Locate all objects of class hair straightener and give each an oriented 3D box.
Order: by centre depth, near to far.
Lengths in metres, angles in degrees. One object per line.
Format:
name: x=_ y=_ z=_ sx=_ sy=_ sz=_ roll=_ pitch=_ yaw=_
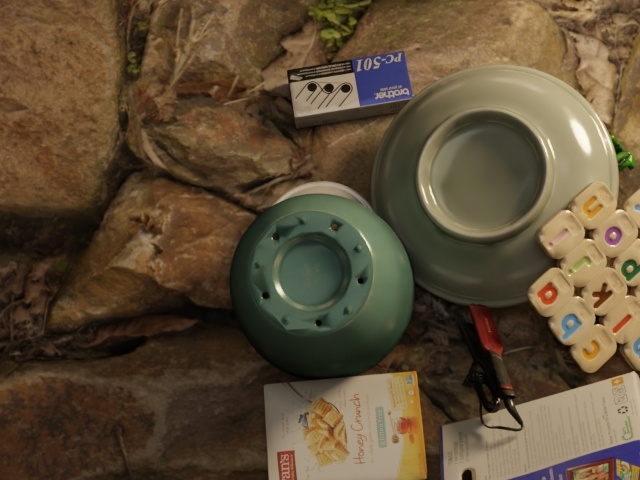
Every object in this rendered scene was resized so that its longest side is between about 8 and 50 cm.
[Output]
hair straightener: x=0.256 y=0.205 z=1.859 sx=0.047 sy=0.089 sz=0.230 roll=9 pitch=40 yaw=-26

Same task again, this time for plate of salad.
plate of salad: x=0.000 y=0.000 z=1.998 sx=0.199 sy=0.048 sz=0.200 roll=-2 pitch=70 yaw=5

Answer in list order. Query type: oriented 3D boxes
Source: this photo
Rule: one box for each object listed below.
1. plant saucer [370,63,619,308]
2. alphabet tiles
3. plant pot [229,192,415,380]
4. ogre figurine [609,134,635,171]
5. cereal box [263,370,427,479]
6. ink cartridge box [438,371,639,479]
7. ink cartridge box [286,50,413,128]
plant saucer: x=0.262 y=-0.096 z=1.929 sx=0.400 sy=0.100 sz=0.401 roll=-3 pitch=79 yaw=18
alphabet tiles: x=0.456 y=0.055 z=1.874 sx=0.278 sy=0.021 sz=0.284 roll=-41 pitch=102 yaw=-12
plant pot: x=-0.003 y=0.061 z=1.834 sx=0.293 sy=0.235 sz=0.293 roll=-1 pitch=82 yaw=4
ogre figurine: x=0.410 y=-0.139 z=1.996 sx=0.118 sy=0.097 sz=0.197 roll=-42 pitch=63 yaw=-5
cereal box: x=0.036 y=0.296 z=1.868 sx=0.240 sy=0.047 sz=0.173 roll=-6 pitch=66 yaw=2
ink cartridge box: x=0.323 y=0.337 z=1.718 sx=0.307 sy=0.072 sz=0.304 roll=-21 pitch=30 yaw=17
ink cartridge box: x=0.051 y=-0.260 z=2.108 sx=0.207 sy=0.046 sz=0.097 roll=-9 pitch=68 yaw=1
